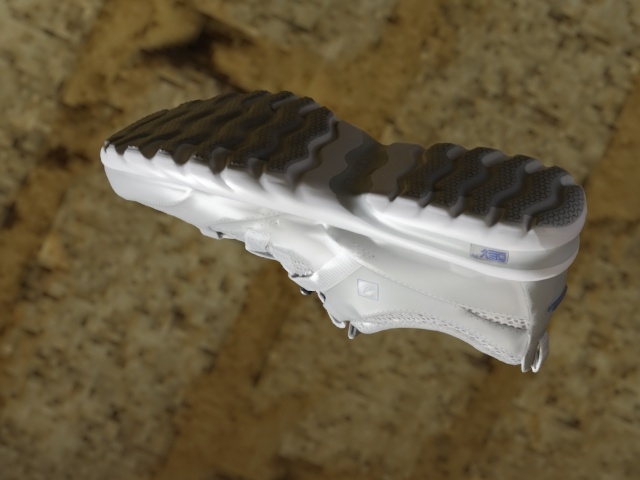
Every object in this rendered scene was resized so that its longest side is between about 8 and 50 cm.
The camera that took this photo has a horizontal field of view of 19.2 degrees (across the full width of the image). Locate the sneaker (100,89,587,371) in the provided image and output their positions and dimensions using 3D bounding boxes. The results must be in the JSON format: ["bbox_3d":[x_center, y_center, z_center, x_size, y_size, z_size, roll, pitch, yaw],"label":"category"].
[{"bbox_3d":[0.000,0.000,1.001,0.105,0.281,0.115,-35,-46,-48],"label":"sneaker"}]
